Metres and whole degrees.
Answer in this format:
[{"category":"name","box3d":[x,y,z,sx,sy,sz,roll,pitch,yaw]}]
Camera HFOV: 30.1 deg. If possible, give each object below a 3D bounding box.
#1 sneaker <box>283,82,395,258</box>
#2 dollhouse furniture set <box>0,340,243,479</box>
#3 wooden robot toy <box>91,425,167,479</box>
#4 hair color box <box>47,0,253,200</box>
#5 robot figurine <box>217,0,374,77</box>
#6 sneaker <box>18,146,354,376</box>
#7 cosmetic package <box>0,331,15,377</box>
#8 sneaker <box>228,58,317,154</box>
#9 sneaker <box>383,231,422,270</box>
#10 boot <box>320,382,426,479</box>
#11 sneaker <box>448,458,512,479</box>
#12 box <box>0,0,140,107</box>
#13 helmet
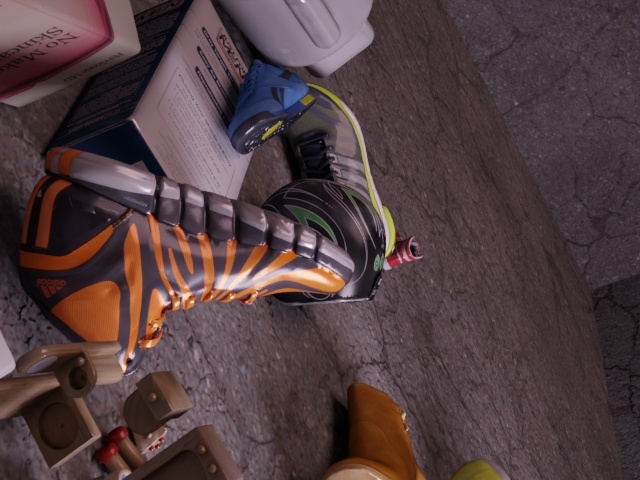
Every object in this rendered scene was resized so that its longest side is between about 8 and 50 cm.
[{"category":"sneaker","box3d":[0.018,-0.089,1.733,0.300,0.111,0.121,63,24,-9]},{"category":"dollhouse furniture set","box3d":[-0.173,0.155,0.877,0.151,0.144,0.123,58,17,15]},{"category":"wooden robot toy","box3d":[-0.148,0.202,1.043,0.076,0.079,0.173,62,20,-19]},{"category":"hair color box","box3d":[-0.163,-0.124,1.291,0.174,0.105,0.347,61,21,-26]},{"category":"robot figurine","box3d":[-0.056,-0.387,1.695,0.353,0.200,0.300,47,5,-45]},{"category":"sneaker","box3d":[-0.127,0.042,1.087,0.321,0.124,0.180,18,88,-28]},{"category":"cosmetic package","box3d":[-0.326,0.084,0.531,0.155,0.197,0.365,66,19,-6]},{"category":"sneaker","box3d":[-0.071,-0.155,1.330,0.082,0.069,0.209,49,23,-2]},{"category":"sneaker","box3d":[0.140,0.010,2.000,0.042,0.067,0.118,63,21,-17]},{"category":"boot","box3d":[0.056,0.268,1.500,0.295,0.104,0.211,52,20,-50]},{"category":"sneaker","box3d":[0.125,0.387,1.342,0.147,0.145,0.384,55,44,-23]},{"category":"box","box3d":[-0.283,-0.213,1.008,0.232,0.149,0.126,11,61,-67]},{"category":"helmet","box3d":[0.000,0.000,1.534,0.169,0.169,0.161,0,87,-69]}]
